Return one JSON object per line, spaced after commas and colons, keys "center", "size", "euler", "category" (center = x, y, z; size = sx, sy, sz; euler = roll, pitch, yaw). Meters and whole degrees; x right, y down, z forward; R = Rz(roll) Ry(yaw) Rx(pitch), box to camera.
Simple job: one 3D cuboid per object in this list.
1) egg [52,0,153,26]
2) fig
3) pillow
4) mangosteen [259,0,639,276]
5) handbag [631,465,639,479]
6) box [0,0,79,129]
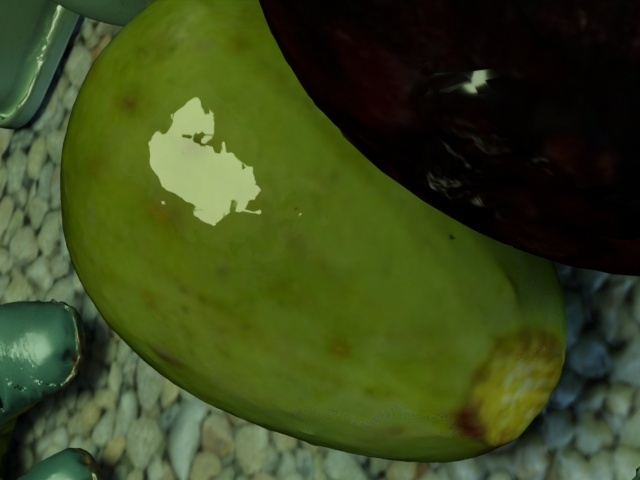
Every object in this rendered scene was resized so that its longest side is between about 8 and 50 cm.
{"center": [-0.162, -0.260, 1.330], "size": [0.264, 0.183, 0.183], "euler": [33, 106, 9], "category": "egg"}
{"center": [0.000, 0.000, 1.079], "size": [0.326, 0.258, 0.258], "euler": [46, 113, 26], "category": "fig"}
{"center": [-0.247, 0.168, 1.405], "size": [0.214, 0.086, 0.233], "euler": [-26, 63, 33], "category": "pillow"}
{"center": [0.144, -0.195, 0.873], "size": [0.381, 0.381, 0.421], "euler": [-19, 68, 41], "category": "mangosteen"}
{"center": [0.296, 0.233, 0.802], "size": [0.329, 0.122, 0.303], "euler": [-17, 66, 43], "category": "handbag"}
{"center": [-0.286, -0.268, 1.489], "size": [0.175, 0.182, 0.312], "euler": [36, 104, 45], "category": "box"}
